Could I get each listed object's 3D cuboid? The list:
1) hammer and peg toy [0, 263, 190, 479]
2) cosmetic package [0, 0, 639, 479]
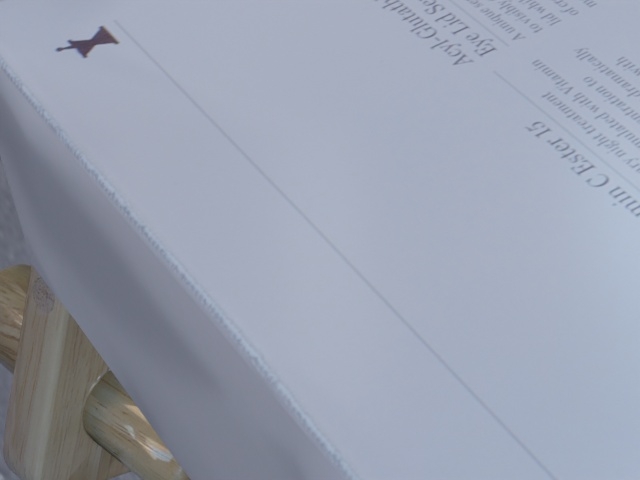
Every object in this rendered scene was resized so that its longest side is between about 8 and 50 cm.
[{"bbox_3d":[0.000,0.000,0.751,0.266,0.361,0.127,-15,38,-42],"label":"hammer and peg toy"},{"bbox_3d":[0.125,0.014,0.442,0.284,0.097,0.377,-23,42,-19],"label":"cosmetic package"}]
